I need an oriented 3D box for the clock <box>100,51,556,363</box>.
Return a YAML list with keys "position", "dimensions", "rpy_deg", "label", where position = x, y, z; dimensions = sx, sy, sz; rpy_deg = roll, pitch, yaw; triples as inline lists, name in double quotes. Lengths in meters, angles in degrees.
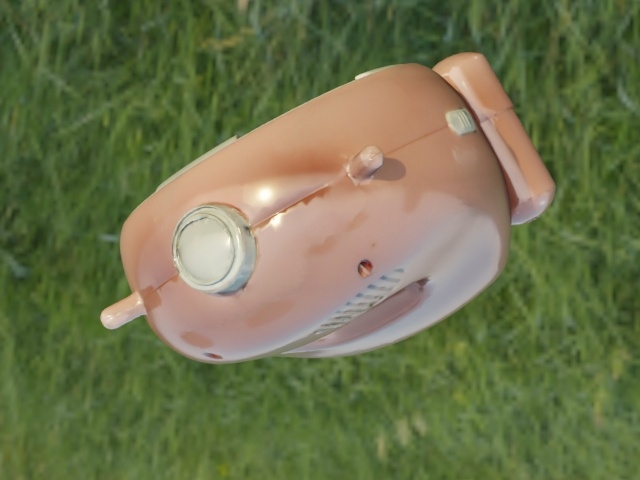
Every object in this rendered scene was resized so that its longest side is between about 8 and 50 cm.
- position: [0.000, 0.000, 0.879]
  dimensions: [0.227, 0.142, 0.241]
  rpy_deg: [-31, 172, 27]
  label: "clock"
